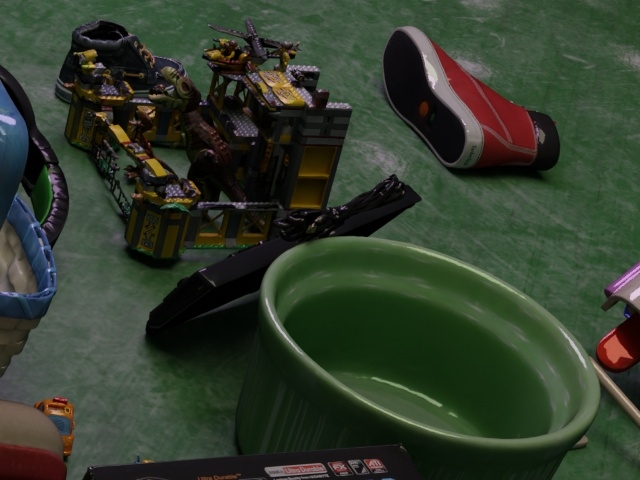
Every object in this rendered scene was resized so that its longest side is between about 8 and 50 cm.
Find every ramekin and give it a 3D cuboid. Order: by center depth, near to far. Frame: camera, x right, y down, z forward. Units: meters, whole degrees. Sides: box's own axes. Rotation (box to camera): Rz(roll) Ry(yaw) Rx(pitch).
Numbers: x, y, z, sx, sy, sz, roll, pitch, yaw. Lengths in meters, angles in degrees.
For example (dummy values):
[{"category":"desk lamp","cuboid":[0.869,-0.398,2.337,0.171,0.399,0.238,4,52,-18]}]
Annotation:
[{"category":"ramekin","cuboid":[0.073,0.139,1.687,0.303,0.148,0.303,16,28,-9]}]

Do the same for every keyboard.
[{"category":"keyboard","cuboid":[-0.015,-0.002,1.832,0.317,0.201,0.033,-24,82,-48]}]

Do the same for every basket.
[{"category":"basket","cuboid":[-0.311,-0.021,1.565,0.201,0.289,0.255,7,30,-25]}]

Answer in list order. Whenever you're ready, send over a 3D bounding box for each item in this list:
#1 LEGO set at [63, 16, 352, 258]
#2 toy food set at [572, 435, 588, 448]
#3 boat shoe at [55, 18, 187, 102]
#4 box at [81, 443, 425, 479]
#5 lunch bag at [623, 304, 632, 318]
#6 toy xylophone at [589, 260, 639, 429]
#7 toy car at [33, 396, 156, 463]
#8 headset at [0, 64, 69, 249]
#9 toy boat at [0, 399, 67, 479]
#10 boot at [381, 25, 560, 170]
[{"category":"LEGO set","cuboid":[-0.115,-0.134,1.989,0.255,0.192,0.331,5,29,-20]},{"category":"toy food set","cuboid":[0.180,0.114,1.890,0.128,0.071,0.218,2,33,-32]},{"category":"boat shoe","cuboid":[-0.211,-0.201,2.190,0.065,0.083,0.183,38,32,30]},{"category":"box","cuboid":[0.008,0.271,1.366,0.295,0.073,0.293,1,37,-40]},{"category":"lunch bag","cuboid":[0.505,0.121,2.059,0.221,0.138,0.293,-3,44,-42]},{"category":"toy xylophone","cuboid":[0.393,0.132,1.906,0.236,0.081,0.322,-29,64,-11]},{"category":"toy car","cuboid":[-0.181,0.159,1.597,0.122,0.040,0.060,20,27,0]},{"category":"headset","cuboid":[-0.402,-0.090,1.849,0.243,0.185,0.394,-8,54,-40]},{"category":"toy boat","cuboid":[-0.280,0.183,1.389,0.151,0.151,0.231,2,-9,24]},{"category":"boot","cuboid":[0.190,-0.171,2.409,0.176,0.088,0.244,1,41,-33]}]
